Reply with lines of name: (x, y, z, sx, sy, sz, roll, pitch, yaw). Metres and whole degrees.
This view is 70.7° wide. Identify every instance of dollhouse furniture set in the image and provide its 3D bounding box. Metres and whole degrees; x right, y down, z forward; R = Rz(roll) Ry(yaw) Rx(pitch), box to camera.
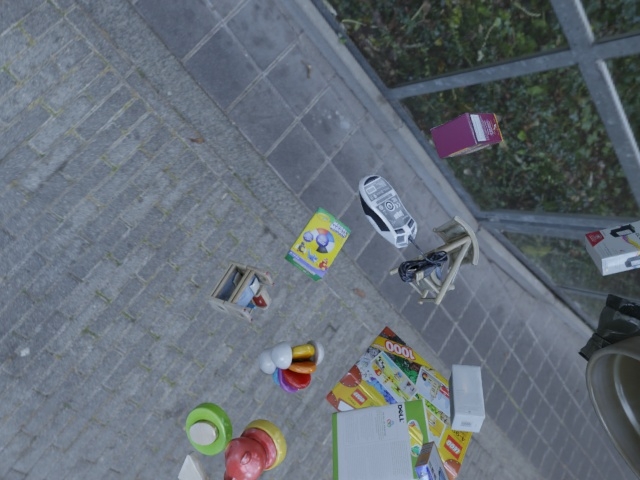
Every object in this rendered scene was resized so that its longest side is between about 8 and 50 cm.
dollhouse furniture set: (-0.198, 0.169, 1.240, 0.129, 0.128, 0.184, -61, 150, -29)

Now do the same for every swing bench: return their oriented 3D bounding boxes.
swing bench: (0.392, 0.072, 1.513, 0.254, 0.253, 0.165, -43, 85, -5)

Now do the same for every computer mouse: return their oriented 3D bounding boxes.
computer mouse: (0.123, -0.023, 0.743, 0.106, 0.042, 0.193, -29, 82, -36)

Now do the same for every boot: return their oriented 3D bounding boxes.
boot: (0.668, 0.223, 0.910, 0.083, 0.246, 0.161, -5, 115, -75)

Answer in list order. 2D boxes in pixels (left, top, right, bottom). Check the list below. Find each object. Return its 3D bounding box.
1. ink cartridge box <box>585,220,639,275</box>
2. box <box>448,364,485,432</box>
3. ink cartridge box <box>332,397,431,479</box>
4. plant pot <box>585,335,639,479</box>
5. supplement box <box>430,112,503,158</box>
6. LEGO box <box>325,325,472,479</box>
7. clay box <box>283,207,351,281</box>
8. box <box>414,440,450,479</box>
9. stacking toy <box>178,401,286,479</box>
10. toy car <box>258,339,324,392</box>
ink cartridge box: (0.912, 0.019, 1.352, 0.127, 0.175, 0.072, -84, 152, -52)
box: (0.471, 0.511, 1.464, 0.130, 0.091, 0.171, 80, 16, -48)
ink cartridge box: (0.163, 0.522, 1.134, 0.097, 0.255, 0.189, 53, 28, -44)
plant pot: (0.669, 0.272, 0.732, 0.280, 0.323, 0.323, -22, 111, -6)
supplement box: (0.378, -0.271, 1.159, 0.188, 0.104, 0.081, -18, 90, -48)
LEGO box: (0.327, 0.641, 1.765, 0.372, 0.500, 0.193, -33, 161, -54)
clay box: (0.000, 0.000, 1.376, 0.127, 0.053, 0.222, 36, 61, -6)
box: (0.202, 0.426, 0.812, 0.136, 0.028, 0.081, 11, 57, -68)
stacking toy: (-0.254, 0.566, 1.094, 0.130, 0.279, 0.309, -14, 120, -67)
toy car: (-0.079, 0.364, 1.293, 0.159, 0.182, 0.136, 6, 64, -36)
